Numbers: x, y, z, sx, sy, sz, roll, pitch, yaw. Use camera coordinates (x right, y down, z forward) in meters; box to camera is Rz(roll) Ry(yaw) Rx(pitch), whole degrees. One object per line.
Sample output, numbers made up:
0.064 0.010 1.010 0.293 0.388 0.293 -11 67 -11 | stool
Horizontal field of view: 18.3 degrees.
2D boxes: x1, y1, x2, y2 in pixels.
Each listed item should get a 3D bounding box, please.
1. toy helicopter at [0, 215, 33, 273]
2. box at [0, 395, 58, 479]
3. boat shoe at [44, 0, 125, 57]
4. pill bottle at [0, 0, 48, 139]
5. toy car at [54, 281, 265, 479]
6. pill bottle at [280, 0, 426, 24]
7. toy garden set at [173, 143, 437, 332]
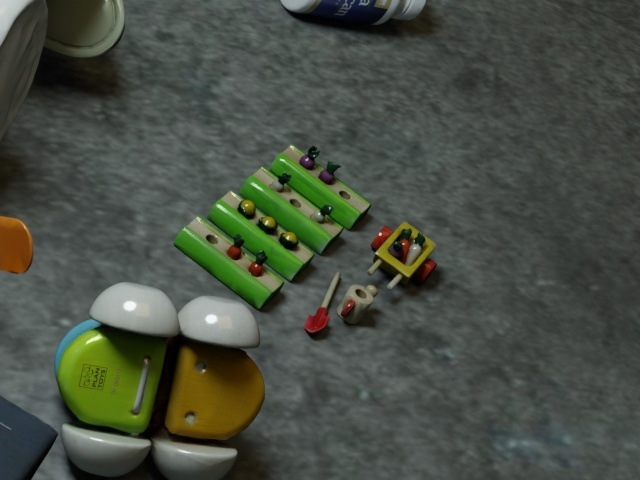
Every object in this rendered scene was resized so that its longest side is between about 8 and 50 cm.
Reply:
-0.387 -0.031 1.666 0.235 0.140 0.355 2 32 -27 | toy helicopter
-0.385 0.191 1.236 0.293 0.212 0.395 33 20 -1 | box
-0.325 -0.295 2.049 0.340 0.127 0.113 34 -5 14 | boat shoe
-0.406 -0.198 1.736 0.302 0.169 0.169 22 35 4 | pill bottle
-0.145 0.115 1.676 0.182 0.159 0.136 10 6 -28 | toy car
0.041 -0.307 2.353 0.169 0.094 0.094 5 43 -33 | pill bottle
0.000 0.000 1.987 0.204 0.049 0.244 37 35 7 | toy garden set
